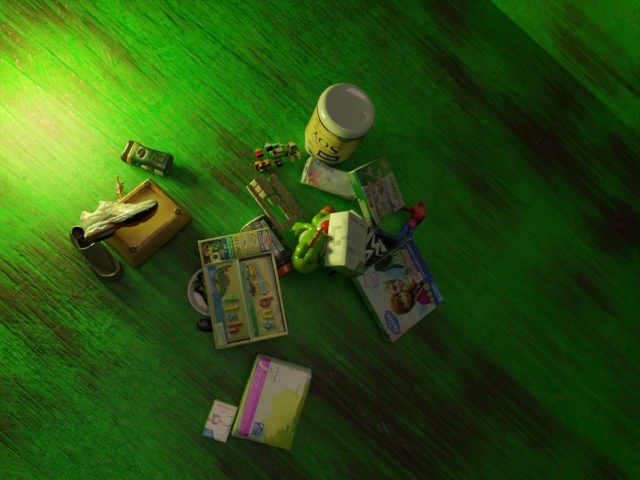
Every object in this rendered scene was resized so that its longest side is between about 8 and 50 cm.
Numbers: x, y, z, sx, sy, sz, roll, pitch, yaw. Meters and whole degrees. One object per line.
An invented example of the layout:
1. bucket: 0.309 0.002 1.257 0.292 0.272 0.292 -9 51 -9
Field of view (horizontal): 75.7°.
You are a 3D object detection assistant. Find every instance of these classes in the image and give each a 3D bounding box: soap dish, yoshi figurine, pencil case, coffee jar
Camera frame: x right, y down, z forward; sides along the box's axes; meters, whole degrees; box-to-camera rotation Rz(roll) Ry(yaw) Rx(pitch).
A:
1. soap dish: -0.670 -0.076 1.549 0.229 0.118 0.291 44 69 -1
2. yoshi figurine: -0.020 0.012 1.652 0.362 0.203 0.203 -48 131 -56
3. pencil case: 0.049 -0.269 1.811 0.273 0.113 0.124 19 86 -11
4. coffee jar: -0.689 -0.326 1.636 0.184 0.079 0.096 20 73 -10

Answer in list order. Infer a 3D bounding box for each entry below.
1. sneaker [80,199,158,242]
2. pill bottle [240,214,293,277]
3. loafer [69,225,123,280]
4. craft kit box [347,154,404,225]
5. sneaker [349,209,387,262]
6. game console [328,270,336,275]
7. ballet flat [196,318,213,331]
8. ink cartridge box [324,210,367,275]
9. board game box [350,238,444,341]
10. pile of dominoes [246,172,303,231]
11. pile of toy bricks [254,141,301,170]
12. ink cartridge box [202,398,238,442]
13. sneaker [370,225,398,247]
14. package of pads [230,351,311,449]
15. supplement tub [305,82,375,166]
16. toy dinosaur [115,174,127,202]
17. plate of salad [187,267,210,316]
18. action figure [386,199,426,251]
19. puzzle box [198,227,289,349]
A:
1. sneaker: -0.705 -0.101 1.435 0.262 0.099 0.121 -27 79 -21
2. pill bottle: -0.202 0.030 1.646 0.130 0.130 0.246 -33 86 -22
3. loafer: -0.821 0.043 1.488 0.251 0.087 0.094 45 68 0
4. craft kit box: 0.248 -0.221 1.807 0.246 0.061 0.250 -35 106 -44
5. sneaker: 0.153 -0.002 1.718 0.153 0.094 0.235 -37 109 9
6. game console: 0.079 0.073 1.706 0.124 0.144 0.085 -32 84 -21
7. ballet flat: -0.382 0.325 1.562 0.173 0.049 0.058 14 72 -19
8. ink cartridge box: 0.103 0.014 1.565 0.154 0.093 0.213 28 64 -50
9. board game box: 0.332 0.206 1.744 0.318 0.066 0.319 -33 98 -20
10. pile of dominoes: -0.192 -0.158 1.732 0.251 0.040 0.196 54 39 3
11. pile of toy bricks: -0.199 -0.390 1.792 0.212 0.118 0.105 -21 49 -11
12. ink cartridge box: -0.358 0.641 1.468 0.088 0.052 0.123 21 69 -9
13. sneaker: 0.237 -0.040 1.801 0.221 0.083 0.087 23 52 7
14. package of pads: -0.171 0.586 1.511 0.229 0.101 0.297 19 71 -10
15. supplement tub: 0.069 -0.477 1.759 0.240 0.331 0.241 4 73 -14
16. toy dinosaur: -0.776 -0.188 1.581 0.047 0.090 0.082 -17 47 -4
17. plate of salad: -0.409 0.191 1.585 0.199 0.048 0.200 4 74 -14
18. action figure: 0.390 -0.059 1.872 0.091 0.139 0.280 30 91 -9
19. puzzle box: -0.283 0.175 1.531 0.272 0.052 0.409 -12 83 -5
